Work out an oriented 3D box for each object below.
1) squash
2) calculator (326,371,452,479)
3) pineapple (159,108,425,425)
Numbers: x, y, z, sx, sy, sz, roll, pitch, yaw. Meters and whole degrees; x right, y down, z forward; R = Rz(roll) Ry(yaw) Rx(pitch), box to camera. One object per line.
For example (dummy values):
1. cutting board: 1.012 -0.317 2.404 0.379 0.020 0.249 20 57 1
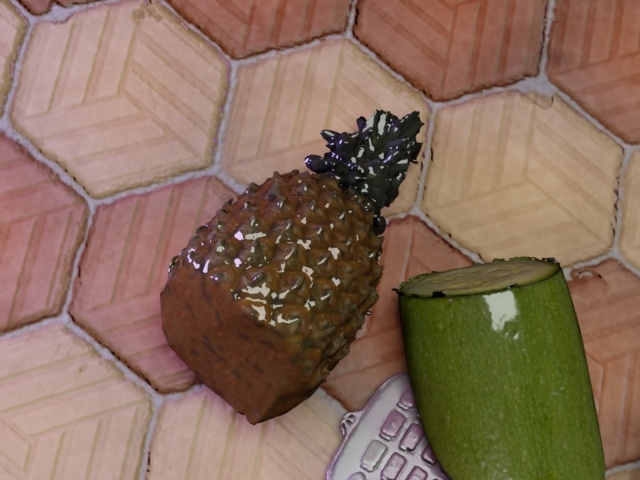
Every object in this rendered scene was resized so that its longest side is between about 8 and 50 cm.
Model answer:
1. squash: 0.186 0.159 1.508 0.189 0.189 0.261 -13 98 -15
2. calculator: 0.145 0.262 1.491 0.294 0.043 0.194 33 70 5
3. pineapple: 0.000 0.000 1.483 0.202 0.202 0.362 40 56 4
